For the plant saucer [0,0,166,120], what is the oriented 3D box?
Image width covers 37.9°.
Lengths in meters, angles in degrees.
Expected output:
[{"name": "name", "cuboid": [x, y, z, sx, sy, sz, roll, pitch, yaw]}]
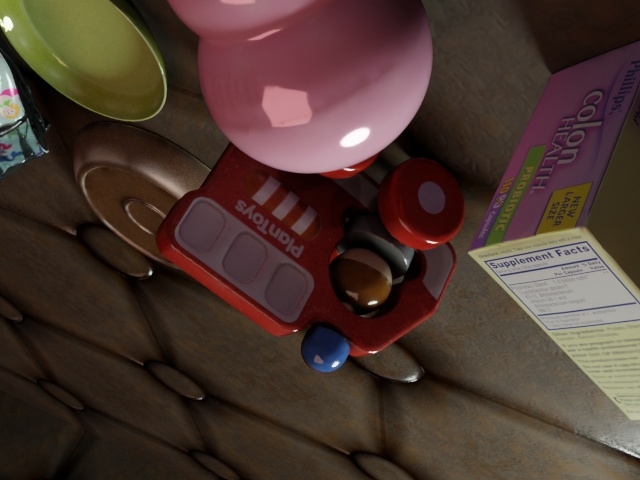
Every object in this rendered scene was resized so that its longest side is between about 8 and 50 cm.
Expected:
[{"name": "plant saucer", "cuboid": [-0.279, -0.241, 1.103, 0.241, 0.037, 0.241, 22, 150, 13]}]

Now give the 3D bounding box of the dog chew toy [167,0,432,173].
[{"name": "dog chew toy", "cuboid": [-0.038, -0.219, 0.764, 0.206, 0.206, 0.332, 3, 134, 39]}]

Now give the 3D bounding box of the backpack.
[{"name": "backpack", "cuboid": [-0.460, -0.200, 1.141, 0.225, 0.191, 0.253, 51, 158, 16]}]

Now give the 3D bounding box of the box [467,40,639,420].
[{"name": "box", "cuboid": [0.274, -0.003, 0.789, 0.243, 0.213, 0.117, 43, 148, -23]}]

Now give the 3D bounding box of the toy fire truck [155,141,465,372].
[{"name": "toy fire truck", "cuboid": [0.000, 0.000, 1.001, 0.302, 0.254, 0.169, 39, 150, -16]}]

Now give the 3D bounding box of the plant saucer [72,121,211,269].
[{"name": "plant saucer", "cuboid": [-0.240, -0.046, 1.364, 0.310, 0.050, 0.310, 23, 151, 14]}]
